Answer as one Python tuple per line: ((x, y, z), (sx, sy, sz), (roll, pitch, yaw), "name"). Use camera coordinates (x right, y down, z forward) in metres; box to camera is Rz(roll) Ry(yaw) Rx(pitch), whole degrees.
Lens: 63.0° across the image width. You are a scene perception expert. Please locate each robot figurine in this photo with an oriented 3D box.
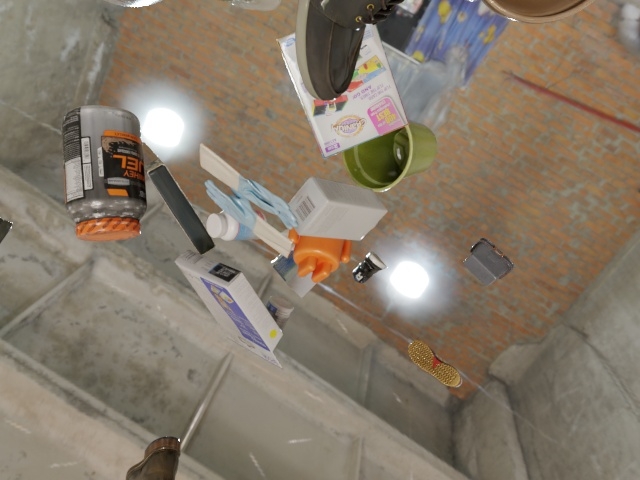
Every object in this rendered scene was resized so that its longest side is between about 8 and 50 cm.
((0.001, 0.001, 1.385), (0.158, 0.128, 0.219), (4, -121, 13), "robot figurine")

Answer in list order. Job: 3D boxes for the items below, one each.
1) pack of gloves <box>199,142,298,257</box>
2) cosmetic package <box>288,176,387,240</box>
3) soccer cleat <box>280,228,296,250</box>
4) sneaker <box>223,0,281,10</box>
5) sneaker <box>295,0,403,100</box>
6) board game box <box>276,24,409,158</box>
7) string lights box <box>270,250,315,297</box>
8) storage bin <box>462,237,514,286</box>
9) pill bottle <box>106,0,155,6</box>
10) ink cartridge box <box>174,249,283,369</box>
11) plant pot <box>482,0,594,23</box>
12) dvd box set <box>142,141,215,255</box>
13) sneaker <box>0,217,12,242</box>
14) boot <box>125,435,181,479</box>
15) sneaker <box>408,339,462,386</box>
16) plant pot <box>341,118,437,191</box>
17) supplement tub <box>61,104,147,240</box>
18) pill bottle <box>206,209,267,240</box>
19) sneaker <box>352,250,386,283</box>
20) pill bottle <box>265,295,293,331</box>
((-0.133, -0.082, 1.028), (0.232, 0.195, 0.046), (36, -117, 6), "pack of gloves")
((0.041, -0.071, 1.240), (0.231, 0.117, 0.085), (5, -134, -50), "cosmetic package")
((-0.075, -0.014, 1.510), (0.076, 0.068, 0.196), (22, -163, 24), "soccer cleat")
((-0.174, -0.507, 1.047), (0.232, 0.090, 0.115), (6, -137, -35), "sneaker")
((0.050, -0.220, 0.472), (0.118, 0.222, 0.083), (24, -139, 18), "sneaker")
((0.058, -0.399, 1.322), (0.064, 0.242, 0.316), (-103, -9, -70), "board game box")
((-0.081, 0.094, 1.851), (0.077, 0.133, 0.260), (47, 176, -22), "string lights box")
((0.513, 0.071, 1.607), (0.135, 0.098, 0.091), (45, -129, 13), "storage bin")
((-0.187, -0.406, 0.617), (0.204, 0.204, 0.361), (7, -172, -39), "pill bottle")
((-0.234, 0.182, 1.418), (0.072, 0.307, 0.304), (-45, -146, -24), "ink cartridge box")
((0.330, -0.453, 0.791), (0.237, 0.237, 0.110), (28, -162, -5), "plant pot")
((-0.486, -0.149, 1.696), (0.420, 0.062, 0.307), (36, 156, 59), "dvd box set")
((-0.977, 0.010, 1.451), (0.130, 0.087, 0.227), (34, -132, -28), "sneaker")
((-0.326, 0.480, 0.996), (0.082, 0.219, 0.106), (15, -147, -25), "boot")
((0.340, 0.374, 1.563), (0.185, 0.069, 0.084), (41, 178, 33), "sneaker")
((0.254, -0.309, 1.759), (0.254, 0.276, 0.276), (-11, -133, -49), "plant pot")
((-0.588, -0.176, 1.426), (0.207, 0.207, 0.338), (0, -100, -46), "supplement tub")
((-0.235, -0.043, 1.468), (0.160, 0.087, 0.087), (-3, -139, -48), "pill bottle")
((0.170, 0.107, 1.876), (0.079, 0.121, 0.217), (46, -175, 8), "sneaker")
((-0.142, 0.239, 1.538), (0.078, 0.137, 0.078), (25, -167, -6), "pill bottle")
